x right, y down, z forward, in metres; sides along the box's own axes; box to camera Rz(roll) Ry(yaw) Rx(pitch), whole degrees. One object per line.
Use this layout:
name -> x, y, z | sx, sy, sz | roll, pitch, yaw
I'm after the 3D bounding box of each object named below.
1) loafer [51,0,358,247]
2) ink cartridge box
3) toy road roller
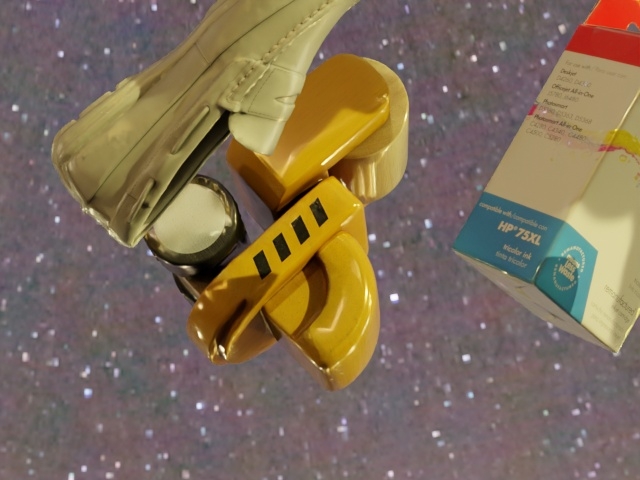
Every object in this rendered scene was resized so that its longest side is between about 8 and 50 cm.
loafer -> -0.061, -0.117, 0.825 | 0.319, 0.112, 0.111 | -36, -91, 17
ink cartridge box -> 0.207, -0.055, 0.757 | 0.134, 0.078, 0.231 | 34, -95, -43
toy road roller -> 0.000, 0.000, 1.101 | 0.329, 0.240, 0.202 | -42, -17, -10
